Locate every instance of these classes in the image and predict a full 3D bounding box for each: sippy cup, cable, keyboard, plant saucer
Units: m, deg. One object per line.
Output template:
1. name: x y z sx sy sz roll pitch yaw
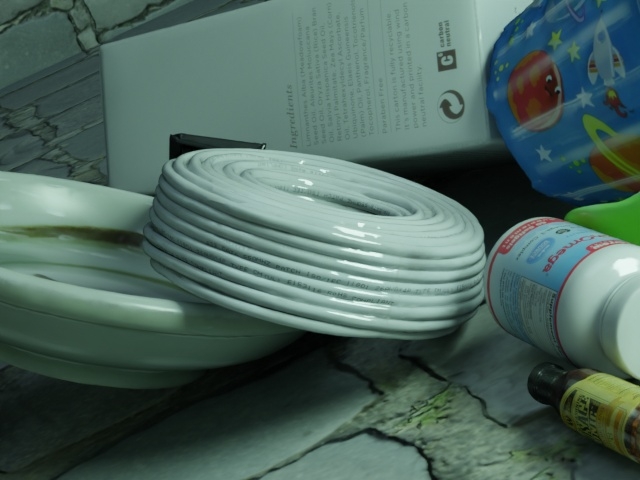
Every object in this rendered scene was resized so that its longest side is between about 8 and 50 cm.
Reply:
1. sippy cup: 0.254 -0.133 1.133 0.305 0.240 0.224 -24 -1 -43
2. cable: 0.000 0.000 1.124 0.257 0.089 0.257 8 13 -24
3. keyboard: -0.078 -0.052 1.309 0.108 0.023 0.180 7 -13 -4
4. plant saucer: -0.183 0.038 1.224 0.401 0.100 0.400 12 10 -2

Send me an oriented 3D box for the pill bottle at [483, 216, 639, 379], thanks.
1. pill bottle: 0.176 0.039 0.974 0.087 0.087 0.160 -28 19 -15

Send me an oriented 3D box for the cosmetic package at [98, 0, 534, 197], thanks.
1. cosmetic package: 0.028 -0.136 1.411 0.453 0.161 0.230 -7 -3 40

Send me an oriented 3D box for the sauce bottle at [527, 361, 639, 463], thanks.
1. sauce bottle: 0.165 0.099 0.895 0.042 0.042 0.128 -28 16 -17
